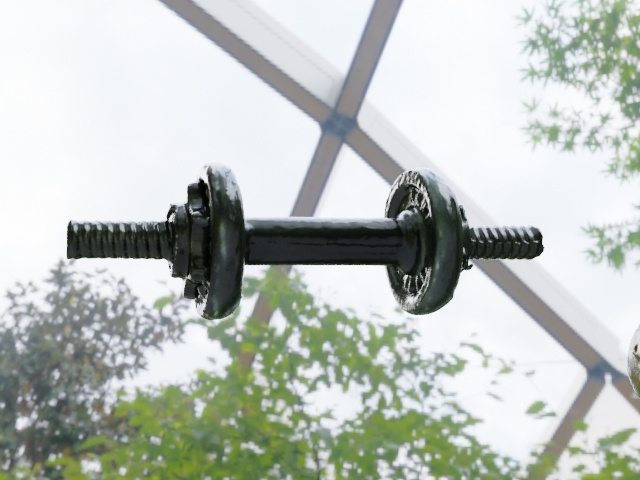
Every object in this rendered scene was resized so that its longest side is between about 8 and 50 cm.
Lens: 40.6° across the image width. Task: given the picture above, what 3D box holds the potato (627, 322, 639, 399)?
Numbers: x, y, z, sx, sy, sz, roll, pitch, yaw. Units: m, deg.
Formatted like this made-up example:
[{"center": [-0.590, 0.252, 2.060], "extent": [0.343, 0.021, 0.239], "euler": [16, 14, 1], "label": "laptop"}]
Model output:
[{"center": [0.375, 0.085, 0.712], "extent": [0.229, 0.229, 0.266], "euler": [31, -23, -22], "label": "potato"}]

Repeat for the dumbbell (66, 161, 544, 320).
[{"center": [0.000, 0.000, 0.449], "extent": [0.253, 0.082, 0.082], "euler": [1, -38, -18], "label": "dumbbell"}]
